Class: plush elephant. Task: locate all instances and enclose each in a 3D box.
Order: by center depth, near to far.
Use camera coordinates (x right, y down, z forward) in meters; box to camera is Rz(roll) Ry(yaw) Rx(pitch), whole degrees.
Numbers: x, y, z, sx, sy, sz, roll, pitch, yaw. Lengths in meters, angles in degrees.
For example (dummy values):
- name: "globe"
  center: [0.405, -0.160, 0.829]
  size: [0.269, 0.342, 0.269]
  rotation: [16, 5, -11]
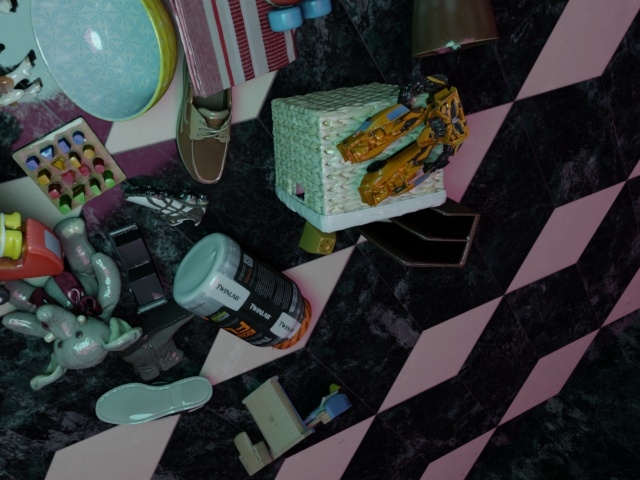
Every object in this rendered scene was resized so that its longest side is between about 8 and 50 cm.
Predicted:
- name: "plush elephant"
  center: [-0.547, 0.171, 1.088]
  size: [0.272, 0.255, 0.330]
  rotation: [-34, 124, -9]

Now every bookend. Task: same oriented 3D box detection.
- name: "bookend"
  center: [-0.428, 0.062, 1.157]
  size: [0.072, 0.157, 0.156]
  rotation: [-23, 122, -16]

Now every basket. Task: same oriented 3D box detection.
- name: "basket"
  center: [0.075, -0.214, 1.184]
  size: [0.331, 0.328, 0.266]
  rotation: [-16, 115, -19]

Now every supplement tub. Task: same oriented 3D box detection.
- name: "supplement tub"
  center: [-0.192, 0.145, 1.288]
  size: [0.338, 0.207, 0.207]
  rotation: [38, 93, -34]

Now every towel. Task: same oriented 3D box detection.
- name: "towel"
  center: [-0.170, -0.453, 1.021]
  size: [0.329, 0.037, 0.237]
  rotation: [-42, 132, -45]

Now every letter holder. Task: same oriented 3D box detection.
- name: "letter holder"
  center: [0.236, -0.059, 1.349]
  size: [0.215, 0.302, 0.152]
  rotation: [1, 113, -27]

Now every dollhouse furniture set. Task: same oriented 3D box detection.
- name: "dollhouse furniture set"
  center: [-0.101, 0.560, 1.623]
  size: [0.286, 0.198, 0.303]
  rotation: [-43, 160, 23]

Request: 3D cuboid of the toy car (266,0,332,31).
- name: "toy car"
  center: [0.004, -0.563, 0.998]
  size: [0.210, 0.238, 0.219]
  rotation: [-42, 132, -37]

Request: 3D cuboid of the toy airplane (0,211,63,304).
- name: "toy airplane"
  center: [-0.655, -0.033, 0.819]
  size: [0.272, 0.384, 0.386]
  rotation: [-33, 102, 24]

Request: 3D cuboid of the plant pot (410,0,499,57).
- name: "plant pot"
  center: [0.314, -0.588, 1.210]
  size: [0.215, 0.215, 0.230]
  rotation: [-16, 106, -20]

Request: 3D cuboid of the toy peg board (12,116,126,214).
- name: "toy peg board"
  center: [-0.527, -0.148, 1.052]
  size: [0.161, 0.079, 0.160]
  rotation: [-33, 124, -10]

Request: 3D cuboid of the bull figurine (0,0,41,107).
- name: "bull figurine"
  center: [-0.636, -0.371, 0.875]
  size: [0.188, 0.101, 0.310]
  rotation: [-17, 120, -21]

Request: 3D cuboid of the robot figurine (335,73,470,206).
- name: "robot figurine"
  center: [0.185, -0.203, 1.003]
  size: [0.291, 0.085, 0.211]
  rotation: [-35, 120, -11]

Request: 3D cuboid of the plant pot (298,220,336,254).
- name: "plant pot"
  center: [0.000, 0.000, 1.390]
  size: [0.081, 0.083, 0.081]
  rotation: [8, 109, -30]

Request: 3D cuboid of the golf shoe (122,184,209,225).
- name: "golf shoe"
  center: [-0.366, -0.077, 1.171]
  size: [0.198, 0.077, 0.093]
  rotation: [6, 111, -28]

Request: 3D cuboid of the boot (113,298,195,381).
- name: "boot"
  center: [-0.409, 0.264, 1.324]
  size: [0.247, 0.083, 0.161]
  rotation: [-32, 131, -3]

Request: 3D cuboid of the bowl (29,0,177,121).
- name: "bowl"
  center: [-0.377, -0.387, 0.946]
  size: [0.156, 0.290, 0.289]
  rotation: [-51, 142, -53]

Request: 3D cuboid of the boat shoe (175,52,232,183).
- name: "boat shoe"
  center: [-0.255, -0.276, 1.106]
  size: [0.123, 0.116, 0.324]
  rotation: [-8, 117, -23]

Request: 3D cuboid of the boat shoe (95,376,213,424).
- name: "boat shoe"
  center: [-0.450, 0.447, 1.365]
  size: [0.303, 0.114, 0.091]
  rotation: [-2, 154, -13]
